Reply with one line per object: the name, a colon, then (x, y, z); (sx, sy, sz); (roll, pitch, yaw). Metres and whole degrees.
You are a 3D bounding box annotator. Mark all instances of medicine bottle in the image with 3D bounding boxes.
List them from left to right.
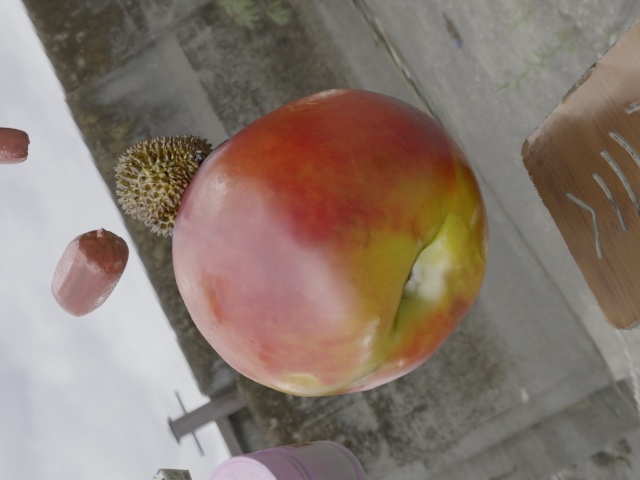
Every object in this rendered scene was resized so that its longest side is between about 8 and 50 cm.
medicine bottle: (-0.062, 0.504, 1.721); (0.315, 0.202, 0.202); (14, -136, -58)

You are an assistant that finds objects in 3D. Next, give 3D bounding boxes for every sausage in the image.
sausage: (-0.551, -0.155, 1.423); (0.062, 0.154, 0.062); (180, 90, -66)
sausage: (-0.533, 0.076, 2.024); (0.148, 0.254, 0.148); (28, -152, -16)

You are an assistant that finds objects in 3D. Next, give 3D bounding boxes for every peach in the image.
peach: (0.000, 0.000, 1.074); (0.388, 0.388, 0.388); (61, -177, -6)

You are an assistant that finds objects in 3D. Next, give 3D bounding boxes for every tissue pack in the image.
tissue pack: (-0.230, 0.408, 1.406); (0.062, 0.042, 0.083); (19, -153, -42)

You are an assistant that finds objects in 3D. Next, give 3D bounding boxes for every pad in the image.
pad: (0.364, -0.077, 0.995); (0.284, 0.018, 0.287); (-52, 52, 47)

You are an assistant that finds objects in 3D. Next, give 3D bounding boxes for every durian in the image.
durian: (-0.210, -0.080, 1.239); (0.158, 0.168, 0.137); (2, -124, -50)
